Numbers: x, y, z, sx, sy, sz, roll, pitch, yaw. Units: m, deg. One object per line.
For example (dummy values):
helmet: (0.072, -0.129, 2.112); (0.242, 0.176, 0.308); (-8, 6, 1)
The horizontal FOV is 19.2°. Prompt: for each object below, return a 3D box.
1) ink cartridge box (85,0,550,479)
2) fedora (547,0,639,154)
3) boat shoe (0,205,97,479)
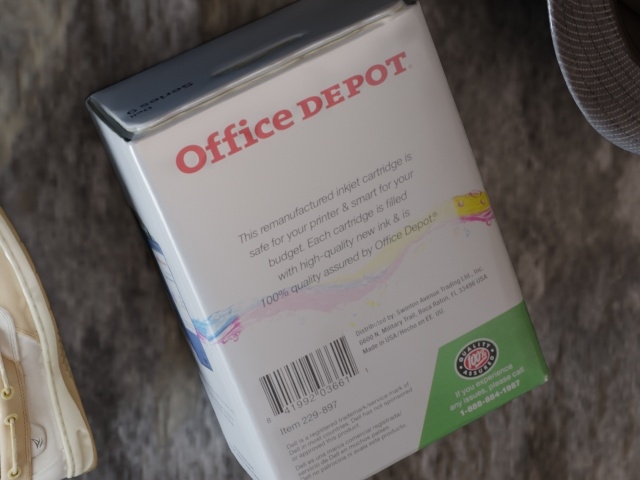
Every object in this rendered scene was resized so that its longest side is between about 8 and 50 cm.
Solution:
ink cartridge box: (0.000, 0.000, 0.921); (0.154, 0.093, 0.212); (-27, 114, -12)
fedora: (0.190, -0.170, 0.918); (0.275, 0.124, 0.244); (-19, 118, -22)
boat shoe: (-0.157, 0.048, 0.893); (0.059, 0.063, 0.170); (-25, 113, -18)
